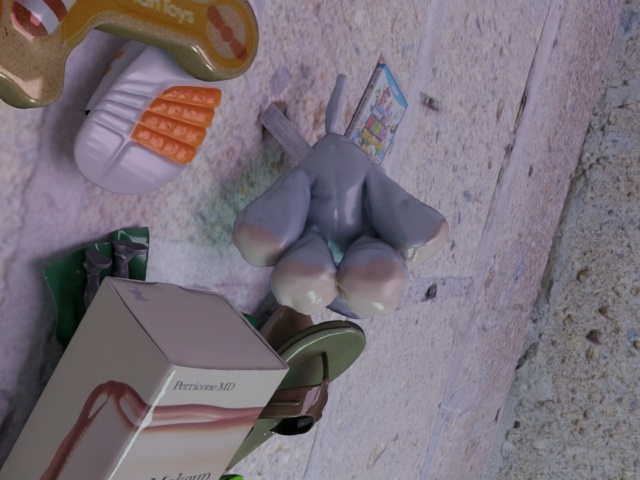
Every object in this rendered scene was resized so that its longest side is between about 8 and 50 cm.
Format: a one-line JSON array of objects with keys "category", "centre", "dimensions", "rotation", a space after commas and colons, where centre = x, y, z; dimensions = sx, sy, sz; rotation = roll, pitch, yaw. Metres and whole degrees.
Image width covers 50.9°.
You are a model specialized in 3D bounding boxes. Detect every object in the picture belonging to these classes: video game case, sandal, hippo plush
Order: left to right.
[{"category": "sandal", "centre": [-0.142, -0.159, 0.640], "dimensions": [0.102, 0.076, 0.265], "rotation": [42, 71, -39]}, {"category": "sandal", "centre": [-0.047, 0.228, 0.898], "dimensions": [0.303, 0.086, 0.120], "rotation": [-45, 138, 2]}, {"category": "hippo plush", "centre": [0.000, 0.000, 0.875], "dimensions": [0.234, 0.294, 0.236], "rotation": [-27, 159, -17]}, {"category": "video game case", "centre": [0.085, -0.176, 1.063], "dimensions": [0.166, 0.015, 0.119], "rotation": [-65, 149, -11]}]

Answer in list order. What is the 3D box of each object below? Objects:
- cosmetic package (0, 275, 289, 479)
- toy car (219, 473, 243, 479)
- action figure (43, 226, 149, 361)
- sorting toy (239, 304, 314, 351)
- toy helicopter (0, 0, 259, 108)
[{"category": "cosmetic package", "centre": [-0.180, 0.195, 0.628], "dimensions": [0.153, 0.129, 0.296], "rotation": [14, 111, -50]}, {"category": "toy car", "centre": [-0.159, 0.428, 0.953], "dimensions": [0.239, 0.053, 0.224], "rotation": [-2, 107, -58]}, {"category": "action figure", "centre": [-0.217, 0.114, 0.691], "dimensions": [0.137, 0.064, 0.232], "rotation": [-27, 132, -54]}, {"category": "sorting toy", "centre": [-0.064, 0.158, 0.967], "dimensions": [0.132, 0.046, 0.274], "rotation": [-53, 144, -29]}, {"category": "toy helicopter", "centre": [-0.179, -0.207, 0.487], "dimensions": [0.355, 0.140, 0.234], "rotation": [5, 90, -51]}]
